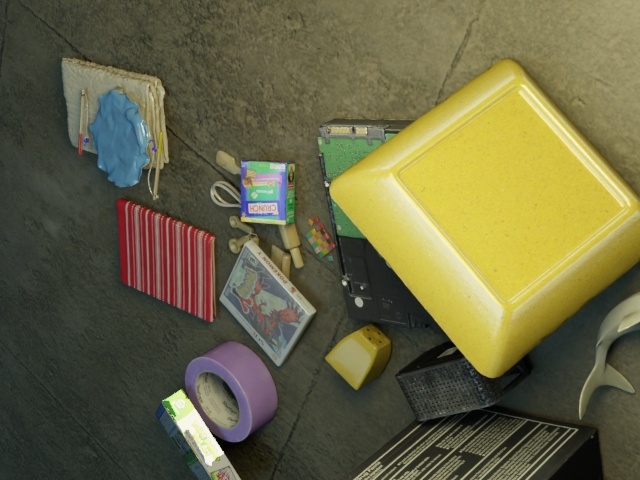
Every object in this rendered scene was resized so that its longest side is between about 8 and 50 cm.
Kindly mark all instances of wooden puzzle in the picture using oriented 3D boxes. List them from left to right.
[{"bbox_3d":[0.000,0.000,1.855,0.083,0.006,0.049,57,137,5],"label":"wooden puzzle"}]

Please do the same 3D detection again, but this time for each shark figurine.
[{"bbox_3d":[0.423,0.123,1.440,0.166,0.116,0.278,55,135,8],"label":"shark figurine"}]

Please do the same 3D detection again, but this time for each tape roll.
[{"bbox_3d":[-0.180,0.304,2.134,0.189,0.080,0.189,22,126,34],"label":"tape roll"}]

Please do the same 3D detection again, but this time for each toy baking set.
[{"bbox_3d":[-0.122,-0.041,1.933,0.196,0.030,0.256,0,111,44],"label":"toy baking set"}]

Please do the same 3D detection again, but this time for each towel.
[{"bbox_3d":[-0.403,-0.250,2.081,0.282,0.049,0.187,19,121,35],"label":"towel"},{"bbox_3d":[-0.314,0.036,2.159,0.274,0.031,0.199,21,122,33],"label":"towel"}]

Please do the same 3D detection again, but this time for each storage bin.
[{"bbox_3d":[0.222,0.209,1.667,0.180,0.122,0.084,-23,95,47],"label":"storage bin"}]

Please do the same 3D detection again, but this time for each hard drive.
[{"bbox_3d":[0.121,-0.024,1.685,0.236,0.064,0.339,6,116,42],"label":"hard drive"}]

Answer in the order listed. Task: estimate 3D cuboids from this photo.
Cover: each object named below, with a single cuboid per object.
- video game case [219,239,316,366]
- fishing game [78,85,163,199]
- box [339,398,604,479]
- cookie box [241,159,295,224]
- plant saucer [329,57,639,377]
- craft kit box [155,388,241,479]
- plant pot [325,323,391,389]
[{"bbox_3d":[-0.104,0.121,1.989,0.183,0.023,0.201,47,142,14],"label":"video game case"},{"bbox_3d":[-0.377,-0.197,2.022,0.264,0.041,0.189,25,118,39],"label":"fishing game"},{"bbox_3d":[0.237,0.403,1.629,0.294,0.296,0.183,7,116,43],"label":"box"},{"bbox_3d":[-0.091,-0.084,1.839,0.091,0.040,0.107,4,100,25],"label":"cookie box"},{"bbox_3d":[0.238,-0.051,1.361,0.333,0.332,0.081,50,164,11],"label":"plant saucer"},{"bbox_3d":[-0.255,0.441,2.228,0.247,0.061,0.250,59,162,6],"label":"craft kit box"},{"bbox_3d":[0.075,0.192,1.834,0.081,0.081,0.083,44,125,18],"label":"plant pot"}]
